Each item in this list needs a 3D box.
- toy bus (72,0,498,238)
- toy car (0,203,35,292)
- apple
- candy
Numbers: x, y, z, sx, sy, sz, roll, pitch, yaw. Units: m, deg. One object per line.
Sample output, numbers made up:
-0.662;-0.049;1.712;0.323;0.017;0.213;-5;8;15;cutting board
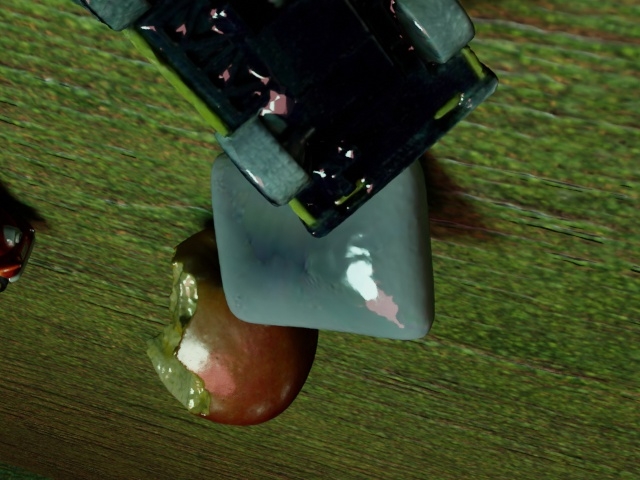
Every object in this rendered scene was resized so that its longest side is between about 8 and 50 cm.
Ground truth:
-0.047;-0.137;0.462;0.262;0.128;0.150;46;-175;-43;toy bus
-0.350;-0.019;0.994;0.139;0.112;0.112;10;139;-2;toy car
-0.070;0.071;0.903;0.147;0.156;0.158;16;136;-9;apple
0.000;0.000;0.762;0.174;0.071;0.138;3;107;31;candy
